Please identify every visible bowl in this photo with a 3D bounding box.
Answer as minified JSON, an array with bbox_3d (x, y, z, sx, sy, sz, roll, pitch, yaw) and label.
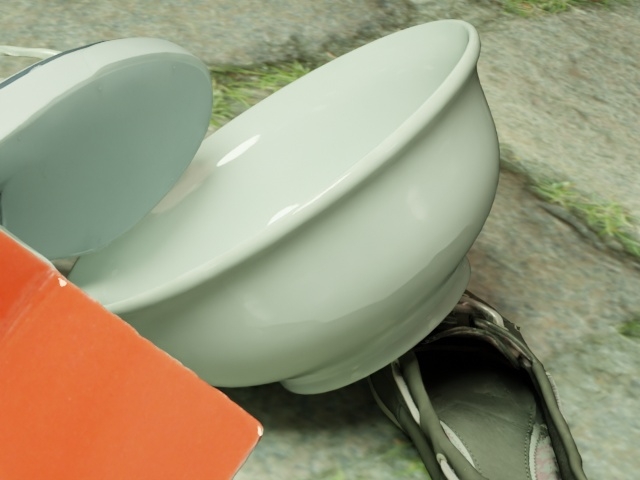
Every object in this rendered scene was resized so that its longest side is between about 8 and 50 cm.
[{"bbox_3d":[0.000,0.000,0.963,0.134,0.298,0.298,56,29,-16],"label":"bowl"}]

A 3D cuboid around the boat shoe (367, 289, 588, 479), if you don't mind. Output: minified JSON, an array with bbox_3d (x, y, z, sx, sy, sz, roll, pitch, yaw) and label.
[{"bbox_3d":[0.102,0.102,0.933,0.112,0.095,0.335,5,33,-14],"label":"boat shoe"}]

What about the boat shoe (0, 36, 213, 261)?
[{"bbox_3d":[-0.229,-0.043,0.899,0.156,0.136,0.367,29,44,27],"label":"boat shoe"}]

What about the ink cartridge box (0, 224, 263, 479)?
[{"bbox_3d":[-0.261,0.088,0.649,0.385,0.308,0.091,33,-8,29],"label":"ink cartridge box"}]
